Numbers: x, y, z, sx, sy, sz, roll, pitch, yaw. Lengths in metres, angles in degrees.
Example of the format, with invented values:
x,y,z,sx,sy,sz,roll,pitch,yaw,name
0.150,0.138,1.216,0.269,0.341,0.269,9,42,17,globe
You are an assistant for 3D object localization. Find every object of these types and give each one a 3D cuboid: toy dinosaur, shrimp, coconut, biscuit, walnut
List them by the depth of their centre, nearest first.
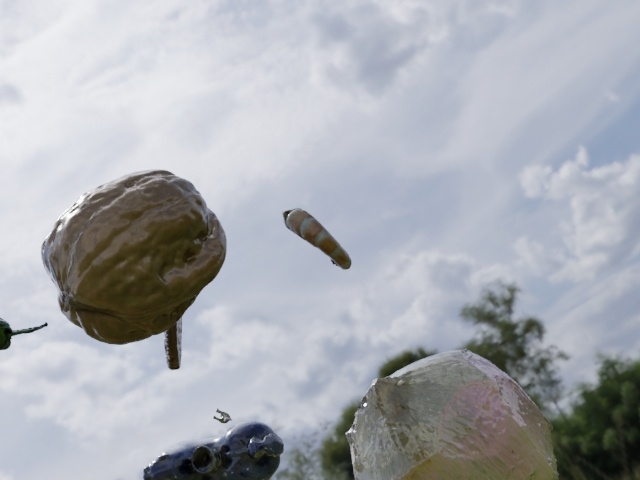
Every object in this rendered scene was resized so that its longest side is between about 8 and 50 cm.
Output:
x,y,z,sx,sy,sz,roll,pitch,yaw,name
-0.257,0.017,1.341,0.257,0.257,0.224,-20,-44,-21,walnut
-0.258,0.131,1.666,0.027,0.187,0.188,-1,-26,-5,biscuit
0.227,0.391,1.831,0.405,0.404,0.404,-25,-22,-11,coconut
0.000,0.000,1.897,0.049,0.161,0.166,-52,-21,-4,shrimp
-0.219,0.392,2.124,0.113,0.041,0.026,83,-149,-79,toy dinosaur

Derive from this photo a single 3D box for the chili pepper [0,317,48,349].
x,y,z,sx,sy,sz,roll,pitch,yaw,name
-0.517,0.113,1.389,0.122,0.065,0.279,-52,-27,-10,chili pepper

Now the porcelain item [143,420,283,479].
x,y,z,sx,sy,sz,roll,pitch,yaw,name
-0.228,0.467,2.047,0.288,0.138,0.186,-16,-18,18,porcelain item
